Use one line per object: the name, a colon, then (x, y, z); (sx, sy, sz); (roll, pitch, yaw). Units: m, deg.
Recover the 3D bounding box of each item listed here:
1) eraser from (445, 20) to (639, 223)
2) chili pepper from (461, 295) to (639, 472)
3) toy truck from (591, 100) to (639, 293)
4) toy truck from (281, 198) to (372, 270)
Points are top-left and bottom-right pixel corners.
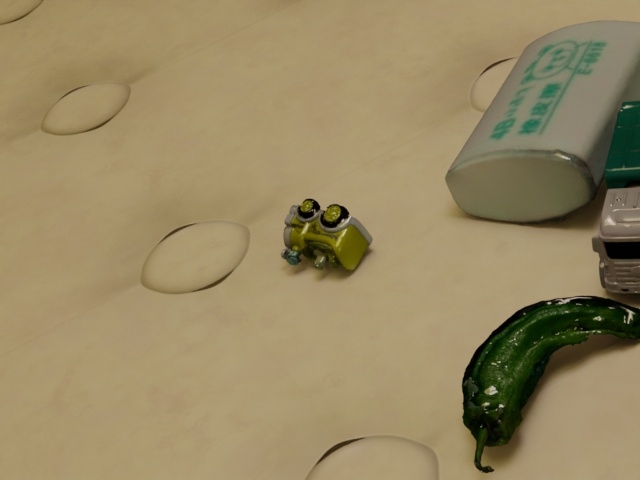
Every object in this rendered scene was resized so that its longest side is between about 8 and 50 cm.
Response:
eraser: (0.289, -0.148, 1.677); (0.189, 0.104, 0.290); (-10, 33, 40)
chili pepper: (0.208, 0.139, 1.378); (0.122, 0.065, 0.279); (14, 44, 43)
toy truck: (0.366, -0.056, 1.513); (0.114, 0.124, 0.253); (-3, 37, 25)
toy truck: (0.000, 0.000, 1.660); (0.111, 0.076, 0.077); (11, 66, 37)
